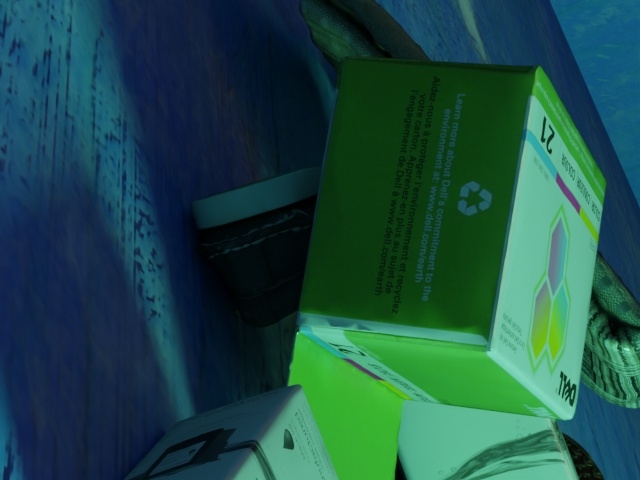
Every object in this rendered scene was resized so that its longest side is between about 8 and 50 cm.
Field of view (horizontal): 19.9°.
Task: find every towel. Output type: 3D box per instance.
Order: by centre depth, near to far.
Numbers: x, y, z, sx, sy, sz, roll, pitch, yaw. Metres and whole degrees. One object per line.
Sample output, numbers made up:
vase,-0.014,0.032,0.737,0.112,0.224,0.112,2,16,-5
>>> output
towel,0.091,-0.030,1.135,0.324,0.056,0.312,51,2,14

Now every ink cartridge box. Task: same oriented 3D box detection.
ink cartridge box,-0.030,0.130,0.680,0.150,0.063,0.109,-47,117,-75
ink cartridge box,0.059,0.065,0.860,0.189,0.097,0.255,39,58,-67
ink cartridge box,0.096,0.123,1.048,0.158,0.092,0.218,45,23,-78

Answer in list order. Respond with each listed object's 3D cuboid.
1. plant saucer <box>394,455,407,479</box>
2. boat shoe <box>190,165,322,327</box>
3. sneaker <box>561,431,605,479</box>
plant saucer,0.036,0.138,1.015,0.067,0.018,0.192,-69,138,-69
boat shoe,0.000,0.000,0.945,0.227,0.081,0.069,-13,87,-69
sneaker,0.202,0.245,1.433,0.192,0.064,0.086,-119,-149,-43
